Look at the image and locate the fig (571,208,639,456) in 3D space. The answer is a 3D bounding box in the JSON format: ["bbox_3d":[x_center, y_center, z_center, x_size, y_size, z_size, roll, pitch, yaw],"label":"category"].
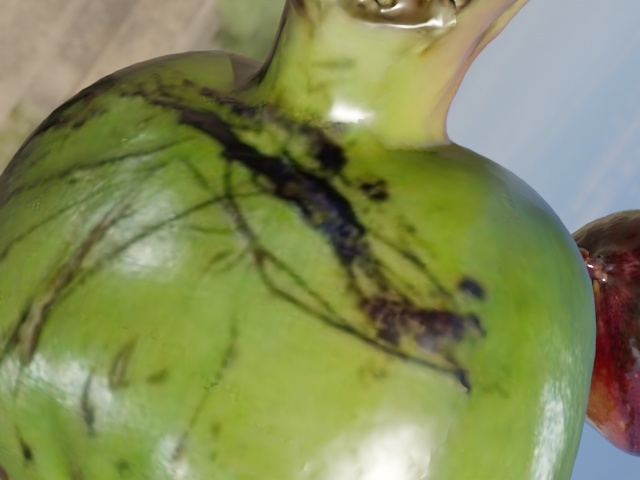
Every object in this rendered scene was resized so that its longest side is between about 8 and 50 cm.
[{"bbox_3d":[0.242,0.051,1.500,0.186,0.203,0.249,-33,145,2],"label":"fig"}]

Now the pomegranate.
[{"bbox_3d":[0.000,0.000,0.448,0.191,0.152,0.131,-66,167,16],"label":"pomegranate"}]
